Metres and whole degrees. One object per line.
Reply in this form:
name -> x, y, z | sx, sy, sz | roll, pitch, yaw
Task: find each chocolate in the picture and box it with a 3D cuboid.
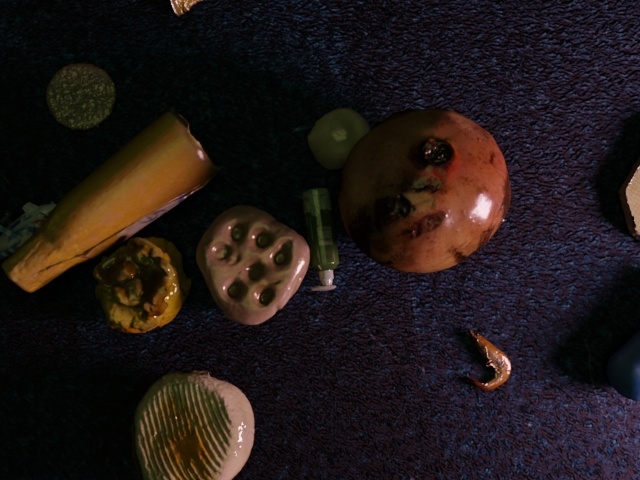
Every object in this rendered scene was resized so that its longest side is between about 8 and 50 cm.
chocolate -> -0.406, -0.062, 1.153 | 0.445, 0.162, 0.162 | -40, 85, -6

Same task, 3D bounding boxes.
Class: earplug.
earplug -> 0.675, 0.202, 1.136 | 0.273, 0.132, 0.132 | -39, 84, 0

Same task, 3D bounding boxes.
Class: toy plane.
toy plane -> -0.635, 0.018, 1.197 | 0.273, 0.107, 0.182 | -46, 128, 13

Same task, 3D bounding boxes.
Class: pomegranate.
pomegranate -> 0.189, -0.093, 1.101 | 0.322, 0.322, 0.322 | 0, 83, 0

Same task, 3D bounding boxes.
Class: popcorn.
popcorn -> -0.351, 0.087, 1.142 | 0.198, 0.155, 0.197 | -1, 87, 12

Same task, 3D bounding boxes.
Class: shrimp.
shrimp -> 0.322, 0.238, 1.181 | 0.091, 0.025, 0.127 | -35, 87, -2

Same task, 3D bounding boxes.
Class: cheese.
cheese -> -0.128, 0.047, 1.158 | 0.218, 0.117, 0.235 | -4, 82, 2

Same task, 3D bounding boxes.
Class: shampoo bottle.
shampoo bottle -> 0.000, 0.000, 1.194 | 0.065, 0.065, 0.204 | -7, 83, 0

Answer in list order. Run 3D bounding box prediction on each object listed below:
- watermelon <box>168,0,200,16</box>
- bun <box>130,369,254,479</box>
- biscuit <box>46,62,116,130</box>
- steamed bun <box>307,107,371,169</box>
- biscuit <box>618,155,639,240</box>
watermelon -> -0.273, -0.577, 1.280 | 0.181, 0.075, 0.092 | -41, 128, -3
bun -> -0.239, 0.361, 1.106 | 0.244, 0.153, 0.243 | -2, 69, 5
biscuit -> -0.506, -0.306, 1.254 | 0.152, 0.020, 0.152 | 0, 84, -1
steamed bun -> 0.042, -0.209, 1.203 | 0.130, 0.091, 0.112 | -35, 86, -4
biscuit -> 0.705, -0.110, 1.210 | 0.147, 0.046, 0.250 | 31, 84, 3
